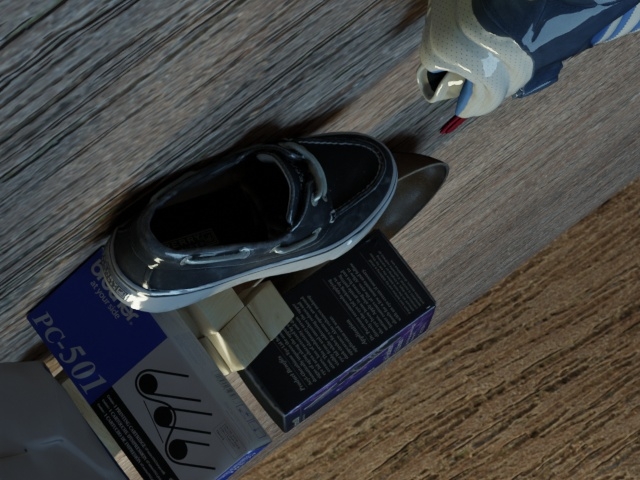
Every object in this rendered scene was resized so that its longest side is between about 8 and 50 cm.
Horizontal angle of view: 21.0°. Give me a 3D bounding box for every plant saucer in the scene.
[{"bbox_3d":[0.000,0.000,1.821,0.311,0.050,0.310,-35,170,-7],"label":"plant saucer"}]

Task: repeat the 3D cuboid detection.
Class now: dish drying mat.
[{"bbox_3d":[0.163,-0.142,1.846,0.083,0.008,0.032,-43,169,30],"label":"dish drying mat"}]

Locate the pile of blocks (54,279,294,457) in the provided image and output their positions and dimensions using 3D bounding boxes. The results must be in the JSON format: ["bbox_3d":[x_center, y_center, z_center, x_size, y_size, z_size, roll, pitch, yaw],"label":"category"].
[{"bbox_3d":[-0.205,0.125,1.580,0.362,0.112,0.149,-35,-166,-5],"label":"pile of blocks"}]

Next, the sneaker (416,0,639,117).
[{"bbox_3d":[0.184,-0.195,1.420,0.236,0.130,0.323,-30,177,18],"label":"sneaker"}]

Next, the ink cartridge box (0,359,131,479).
[{"bbox_3d":[-0.338,0.253,1.139,0.395,0.151,0.270,-37,170,10],"label":"ink cartridge box"}]

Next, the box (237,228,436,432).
[{"bbox_3d":[0.010,0.100,1.860,0.207,0.108,0.153,-36,170,-7],"label":"box"}]

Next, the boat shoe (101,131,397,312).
[{"bbox_3d":[-0.039,-0.035,1.413,0.301,0.108,0.102,-20,163,-36],"label":"boat shoe"}]

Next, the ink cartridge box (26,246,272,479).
[{"bbox_3d":[-0.141,0.113,1.410,0.097,0.207,0.046,-41,169,19],"label":"ink cartridge box"}]
